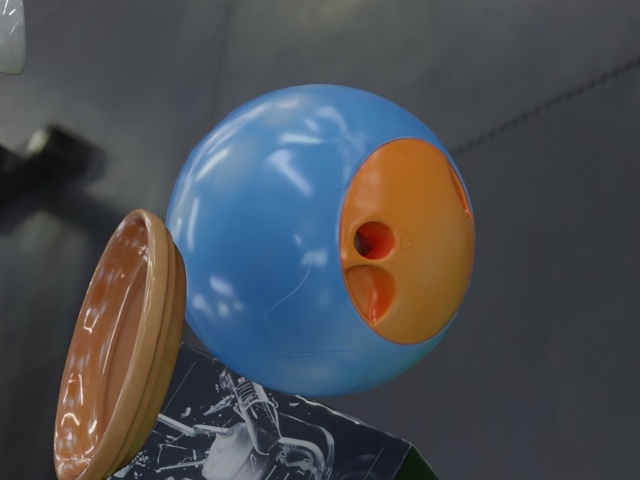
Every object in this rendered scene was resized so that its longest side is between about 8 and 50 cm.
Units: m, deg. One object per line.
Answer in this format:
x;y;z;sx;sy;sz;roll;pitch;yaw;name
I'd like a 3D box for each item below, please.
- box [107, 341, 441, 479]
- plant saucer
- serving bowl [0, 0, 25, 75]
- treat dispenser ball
-0.084;0.333;1.940;0.312;0.179;0.343;20;70;32;box
-0.137;0.078;1.286;0.200;0.037;0.200;-163;90;-72;plant saucer
-0.205;-0.144;1.155;0.083;0.027;0.083;172;90;-74;serving bowl
0.000;0.000;1.704;0.288;0.288;0.288;-33;40;34;treat dispenser ball
